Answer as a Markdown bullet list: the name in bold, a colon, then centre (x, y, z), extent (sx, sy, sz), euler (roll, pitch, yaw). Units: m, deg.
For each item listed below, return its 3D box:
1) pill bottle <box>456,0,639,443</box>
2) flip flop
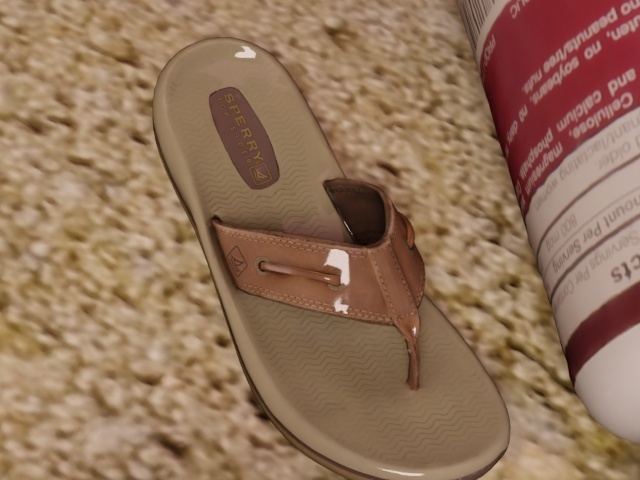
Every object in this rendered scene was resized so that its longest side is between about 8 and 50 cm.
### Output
- **pill bottle**: centre (0.213, -0.032, 0.556), extent (0.224, 0.224, 0.392), euler (-4, 65, -18)
- **flip flop**: centre (0.000, 0.000, 0.560), extent (0.112, 0.080, 0.277), euler (-19, 70, -24)
